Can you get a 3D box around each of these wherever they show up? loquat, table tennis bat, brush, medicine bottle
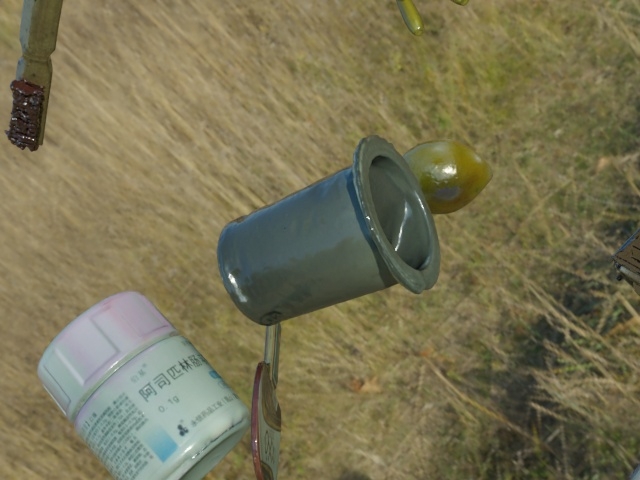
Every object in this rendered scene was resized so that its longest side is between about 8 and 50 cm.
[{"bbox_3d":[0.244,-0.126,1.776,0.195,0.152,0.152,-10,29,-9],"label":"loquat"},{"bbox_3d":[-0.081,0.246,1.388,0.022,0.173,0.301,-5,43,7],"label":"table tennis bat"},{"bbox_3d":[-0.305,-0.180,0.951,0.248,0.043,0.036,122,161,-49],"label":"brush"},{"bbox_3d":[-0.163,0.146,0.825,0.135,0.168,0.135,-42,-14,-13],"label":"medicine bottle"}]

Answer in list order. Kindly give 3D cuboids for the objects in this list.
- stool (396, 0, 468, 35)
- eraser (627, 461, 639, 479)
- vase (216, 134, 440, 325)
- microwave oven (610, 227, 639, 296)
[{"bbox_3d":[0.147,-0.393,1.351,0.110,0.134,0.135,62,142,37],"label":"stool"},{"bbox_3d":[0.514,0.350,1.153,0.331,0.331,0.150,-42,37,8],"label":"eraser"},{"bbox_3d":[0.000,0.000,1.358,0.291,0.245,0.245,-20,37,26],"label":"vase"},{"bbox_3d":[0.474,0.050,1.136,0.129,0.163,0.205,-48,1,8],"label":"microwave oven"}]
